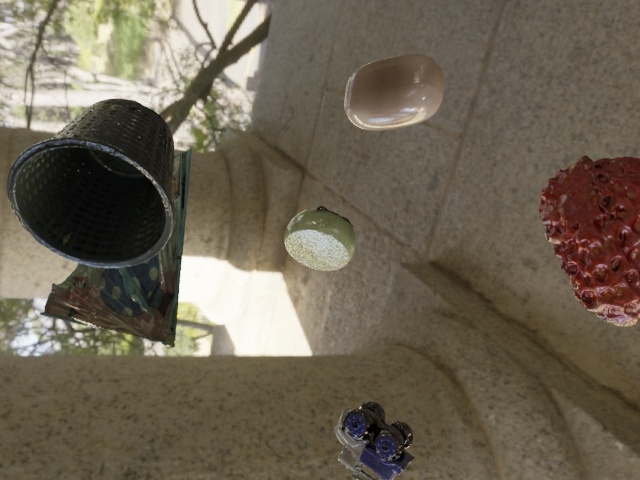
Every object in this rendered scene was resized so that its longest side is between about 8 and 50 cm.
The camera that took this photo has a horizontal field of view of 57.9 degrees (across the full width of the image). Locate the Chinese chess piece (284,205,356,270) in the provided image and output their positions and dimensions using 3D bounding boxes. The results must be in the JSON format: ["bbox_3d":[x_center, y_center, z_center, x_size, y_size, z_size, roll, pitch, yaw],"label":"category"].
[{"bbox_3d":[0.000,0.000,0.669,0.084,0.084,0.034,-50,16,51],"label":"Chinese chess piece"}]

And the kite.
[{"bbox_3d":[-0.318,0.018,0.901,0.406,0.014,0.368,-43,68,17],"label":"kite"}]

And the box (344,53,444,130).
[{"bbox_3d":[0.141,-0.288,1.129,0.200,0.088,0.145,-3,67,31],"label":"box"}]

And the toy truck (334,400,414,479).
[{"bbox_3d":[0.133,0.539,1.517,0.213,0.161,0.177,31,98,23],"label":"toy truck"}]

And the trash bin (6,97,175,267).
[{"bbox_3d":[-0.248,-0.082,0.681,0.161,0.176,0.175,-92,22,-50],"label":"trash bin"}]

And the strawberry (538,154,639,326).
[{"bbox_3d":[0.394,-0.016,0.745,0.111,0.190,0.236,112,166,-59],"label":"strawberry"}]
